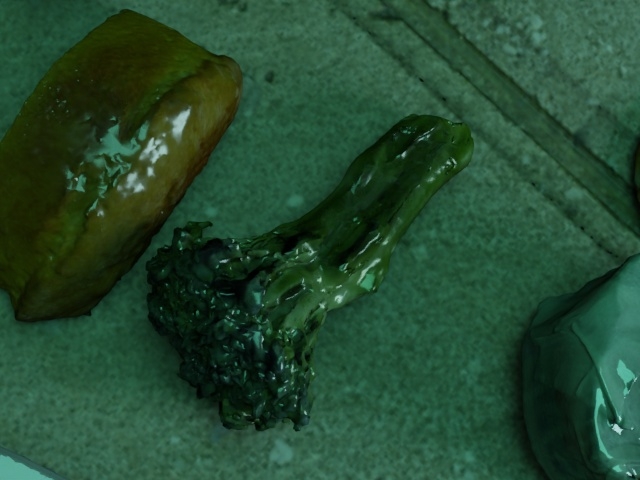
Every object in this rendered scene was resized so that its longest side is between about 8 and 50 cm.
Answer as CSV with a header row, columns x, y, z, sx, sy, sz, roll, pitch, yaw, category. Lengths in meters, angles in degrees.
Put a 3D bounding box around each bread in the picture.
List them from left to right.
x,y,z,sx,sy,sz,roll,pitch,yaw,category
-0.156,-0.065,1.163,0.129,0.134,0.260,35,74,-2,bread

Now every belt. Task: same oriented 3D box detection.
x,y,z,sx,sy,sz,roll,pitch,yaw,category
0.277,0.120,1.209,0.257,0.150,0.207,22,67,-8,belt

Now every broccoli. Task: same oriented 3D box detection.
x,y,z,sx,sy,sz,roll,pitch,yaw,category
0.005,0.002,1.195,0.165,0.145,0.304,49,61,-3,broccoli

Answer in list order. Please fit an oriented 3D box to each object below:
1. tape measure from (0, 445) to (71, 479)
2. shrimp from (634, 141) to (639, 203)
x,y,z,sx,sy,sz,roll,pitch,yaw,category
-0.182,0.255,1.099,0.236,0.120,0.197,22,69,-2,tape measure
0.400,-0.050,1.321,0.296,0.058,0.169,6,75,-7,shrimp
